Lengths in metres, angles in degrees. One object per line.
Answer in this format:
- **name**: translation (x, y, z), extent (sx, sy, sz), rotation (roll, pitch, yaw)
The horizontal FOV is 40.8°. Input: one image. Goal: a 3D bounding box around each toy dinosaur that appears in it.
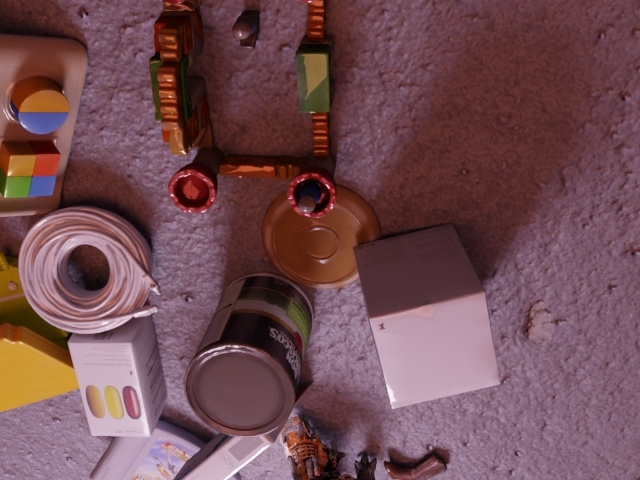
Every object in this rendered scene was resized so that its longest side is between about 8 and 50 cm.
- **toy dinosaur**: translation (0.005, 0.537, 1.836), extent (0.164, 0.218, 0.321), rotation (-9, 75, 28)

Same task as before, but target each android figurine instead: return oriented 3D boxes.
- **android figurine**: translation (-0.635, 0.142, 1.805), extent (0.248, 0.056, 0.272), rotation (-12, 118, 14)

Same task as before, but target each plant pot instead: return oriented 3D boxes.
- **plant pot**: translation (0.000, 0.000, 1.659), extent (0.237, 0.032, 0.236), rotation (3, 119, 6)

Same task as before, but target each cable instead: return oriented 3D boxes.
- **cable**: translation (-0.456, 0.055, 1.689), extent (0.257, 0.089, 0.257), rotation (-21, 100, 7)

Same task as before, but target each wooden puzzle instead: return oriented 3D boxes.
- **wooden puzzle**: translation (-0.577, -0.184, 1.501), extent (0.322, 0.080, 0.347), rotation (-6, 126, -39)

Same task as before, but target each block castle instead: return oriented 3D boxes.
- **block castle**: translation (-0.122, -0.263, 1.428), extent (0.303, 0.212, 0.453), rotation (2, 119, 6)

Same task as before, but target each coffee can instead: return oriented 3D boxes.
- **coffee can**: translation (-0.129, 0.210, 1.644), extent (0.202, 0.275, 0.201), rotation (3, 116, 6)

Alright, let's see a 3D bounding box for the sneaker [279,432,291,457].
- **sneaker**: translation (-0.070, 0.445, 1.914), extent (0.037, 0.032, 0.083), rotation (-19, 120, 2)

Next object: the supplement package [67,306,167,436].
- **supplement package**: translation (-0.419, 0.276, 1.803), extent (0.139, 0.134, 0.244), rotation (-1, 118, 8)

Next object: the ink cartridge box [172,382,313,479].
- **ink cartridge box**: translation (-0.170, 0.409, 1.783), extent (0.066, 0.261, 0.296), rotation (47, 114, -3)

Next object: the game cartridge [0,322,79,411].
- **game cartridge**: translation (-0.682, 0.275, 1.809), extent (0.324, 0.052, 0.285), rotation (-19, 146, 16)

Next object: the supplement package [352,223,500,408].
- **supplement package**: translation (0.186, 0.130, 1.556), extent (0.199, 0.262, 0.198), rotation (-13, 117, 2)

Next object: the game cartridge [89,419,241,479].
- **game cartridge**: translation (-0.341, 0.524, 1.939), extent (0.297, 0.062, 0.198), rotation (32, 100, -11)

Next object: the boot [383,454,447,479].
- **boot**: translation (0.211, 0.497, 1.898), extent (0.114, 0.037, 0.106), rotation (-33, 123, 25)
